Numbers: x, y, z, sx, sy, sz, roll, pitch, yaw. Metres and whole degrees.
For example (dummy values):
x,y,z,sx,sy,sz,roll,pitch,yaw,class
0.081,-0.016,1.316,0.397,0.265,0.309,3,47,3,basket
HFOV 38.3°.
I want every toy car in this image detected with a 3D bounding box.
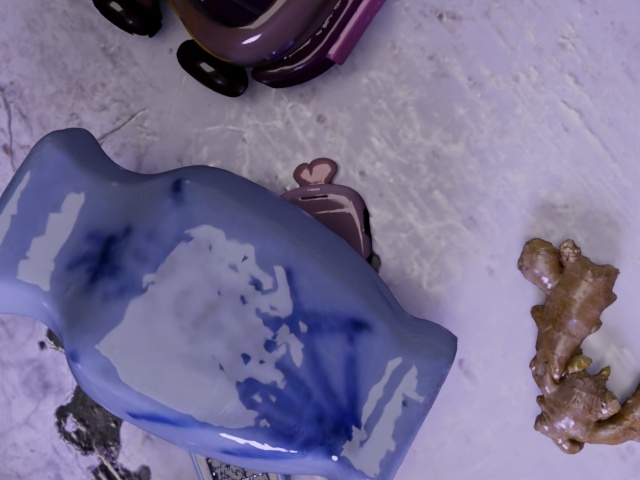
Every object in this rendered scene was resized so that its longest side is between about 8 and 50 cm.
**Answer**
x,y,z,sx,sy,sz,roll,pitch,yaw,class
-0.110,-0.299,0.830,0.341,0.240,0.271,35,99,11,toy car

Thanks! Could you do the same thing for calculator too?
x,y,z,sx,sy,sz,roll,pitch,yaw,class
0.000,0.000,0.923,0.103,0.024,0.165,-5,91,11,calculator

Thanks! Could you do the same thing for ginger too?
x,y,z,sx,sy,sz,roll,pitch,yaw,class
0.244,0.107,0.865,0.193,0.052,0.176,31,91,8,ginger

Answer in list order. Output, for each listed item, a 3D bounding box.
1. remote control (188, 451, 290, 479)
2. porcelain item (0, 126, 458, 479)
x,y,z,sx,sy,sz,roll,pitch,yaw,class
-0.100,0.176,0.934,0.087,0.047,0.244,-20,86,3,remote control
-0.092,0.067,0.830,0.405,0.178,0.242,28,84,3,porcelain item
